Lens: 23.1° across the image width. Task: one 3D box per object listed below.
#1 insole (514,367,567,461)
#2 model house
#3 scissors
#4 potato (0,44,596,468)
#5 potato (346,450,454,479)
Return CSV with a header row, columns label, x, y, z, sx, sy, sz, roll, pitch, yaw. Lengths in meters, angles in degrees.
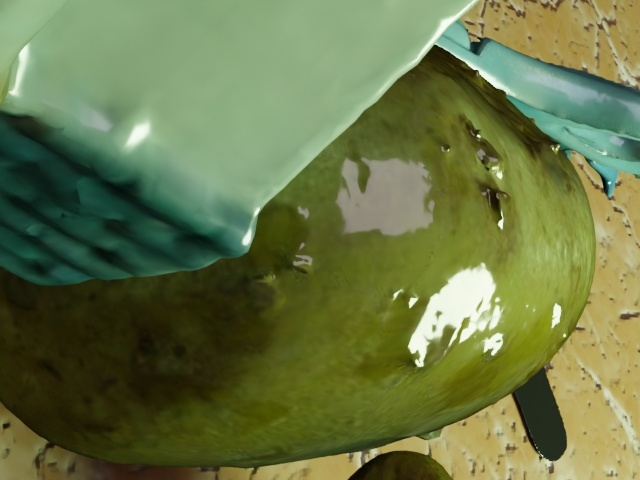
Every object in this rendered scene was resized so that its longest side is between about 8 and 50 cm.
label,x,y,z,sx,sy,sz,roll,pitch,yaw
insole,0.111,0.052,0.893,0.053,0.002,0.153,-15,85,-53
model house,-0.091,-0.098,0.432,0.194,0.325,0.267,31,21,-39
scissors,0.041,-0.089,0.722,0.393,0.180,0.032,23,76,-48
potato,0.000,0.000,0.624,0.307,0.210,0.173,-1,72,-59
potato,0.009,0.174,0.632,0.188,0.085,0.105,-67,158,-17
